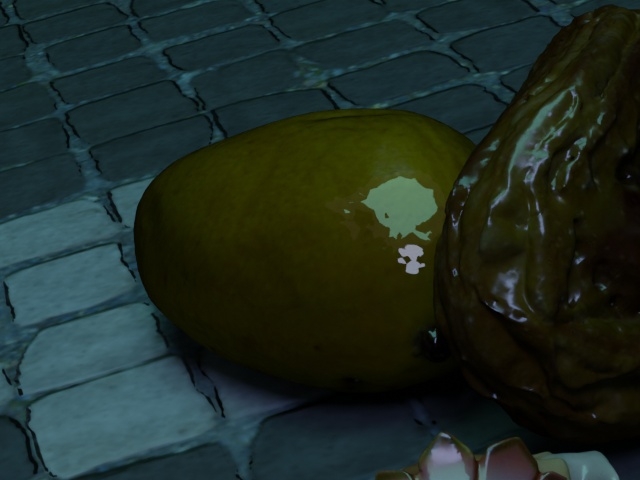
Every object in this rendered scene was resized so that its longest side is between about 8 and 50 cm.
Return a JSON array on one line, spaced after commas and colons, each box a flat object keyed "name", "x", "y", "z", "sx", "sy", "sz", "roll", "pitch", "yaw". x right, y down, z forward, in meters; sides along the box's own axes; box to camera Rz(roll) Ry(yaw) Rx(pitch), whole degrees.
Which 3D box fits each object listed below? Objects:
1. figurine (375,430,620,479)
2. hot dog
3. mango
[{"name": "figurine", "x": 0.054, "y": 0.138, "z": 0.581, "sx": 0.102, "sy": 0.111, "sz": 0.195, "roll": 4, "pitch": 20, "yaw": -6}, {"name": "hot dog", "x": 0.124, "y": -0.012, "z": 0.793, "sx": 0.099, "sy": 0.160, "sz": 0.227, "roll": -19, "pitch": 24, "yaw": 29}, {"name": "mango", "x": 0.000, "y": 0.000, "z": 0.884, "sx": 0.227, "sy": 0.109, "sz": 0.147, "roll": 15, "pitch": 59, "yaw": 46}]
